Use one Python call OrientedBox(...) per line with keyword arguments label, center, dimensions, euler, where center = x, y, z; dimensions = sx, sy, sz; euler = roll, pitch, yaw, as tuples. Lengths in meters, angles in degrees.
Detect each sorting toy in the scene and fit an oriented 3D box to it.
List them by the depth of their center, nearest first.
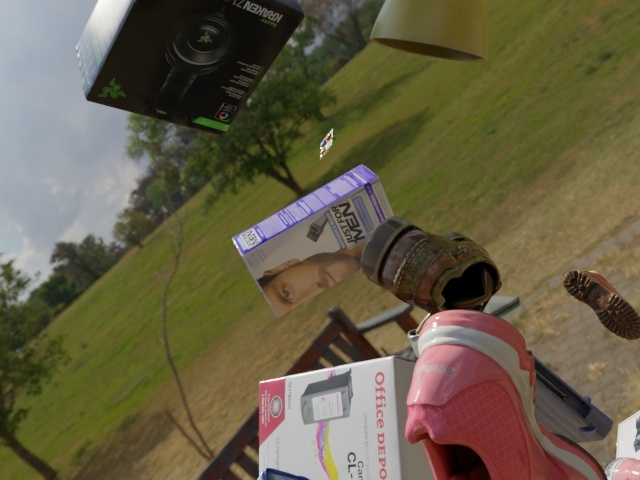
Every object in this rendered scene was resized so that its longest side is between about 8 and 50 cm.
OrientedBox(label="sorting toy", center=(0.019, -0.235, 1.592), dimensions=(0.083, 0.012, 0.062), euler=(-47, 28, 48))

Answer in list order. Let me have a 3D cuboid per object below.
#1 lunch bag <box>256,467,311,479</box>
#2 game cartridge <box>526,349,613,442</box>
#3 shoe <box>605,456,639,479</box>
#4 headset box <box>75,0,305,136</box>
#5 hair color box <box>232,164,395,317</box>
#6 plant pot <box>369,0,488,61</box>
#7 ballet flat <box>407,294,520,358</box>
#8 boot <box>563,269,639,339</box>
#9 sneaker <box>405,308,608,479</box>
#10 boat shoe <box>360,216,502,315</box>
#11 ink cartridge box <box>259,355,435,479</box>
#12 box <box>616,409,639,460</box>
OrientedBox(label="lunch bag", center=(-0.047, 0.378, 0.883), dimensions=(0.129, 0.151, 0.096), euler=(-52, 43, 3))
OrientedBox(label="game cartridge", center=(0.376, 0.272, 1.361), dimensions=(0.068, 0.355, 0.230), euler=(-48, -4, -19))
OrientedBox(label="shoe", center=(0.375, 0.293, 0.686), dimensions=(0.063, 0.178, 0.081), euler=(-44, 1, -19))
OrientedBox(label="headset box", center=(-0.211, -0.314, 1.050), dimensions=(0.246, 0.131, 0.283), euler=(10, -45, -40))
OrientedBox(label="hair color box", center=(0.000, 0.000, 1.501), dimensions=(0.338, 0.185, 0.110), euler=(-30, 30, -5))
OrientedBox(label="plant pot", center=(0.130, -0.261, 0.762), dimensions=(0.134, 0.134, 0.095), euler=(-76, -4, -79))
OrientedBox(label="ballet flat", center=(0.224, 0.127, 1.109), dimensions=(0.213, 0.068, 0.072), euler=(-39, -16, 35))
OrientedBox(label="boot", center=(0.507, 0.106, 1.182), dimensions=(0.084, 0.158, 0.059), euler=(-1, -49, -45))
OrientedBox(label="sneaker", center=(0.157, 0.212, 0.599), dimensions=(0.116, 0.314, 0.136), euler=(-13, 31, 42))
OrientedBox(label="boat shoe", center=(0.161, 0.053, 0.827), dimensions=(0.307, 0.104, 0.111), euler=(9, -71, -57))
OrientedBox(label="ink cartridge box", center=(0.044, 0.325, 1.113), dimensions=(0.306, 0.131, 0.226), euler=(-21, 61, 40))
OrientedBox(label="box", center=(0.742, 0.408, 1.414), dimensions=(0.169, 0.087, 0.290), euler=(-60, -2, -45))
